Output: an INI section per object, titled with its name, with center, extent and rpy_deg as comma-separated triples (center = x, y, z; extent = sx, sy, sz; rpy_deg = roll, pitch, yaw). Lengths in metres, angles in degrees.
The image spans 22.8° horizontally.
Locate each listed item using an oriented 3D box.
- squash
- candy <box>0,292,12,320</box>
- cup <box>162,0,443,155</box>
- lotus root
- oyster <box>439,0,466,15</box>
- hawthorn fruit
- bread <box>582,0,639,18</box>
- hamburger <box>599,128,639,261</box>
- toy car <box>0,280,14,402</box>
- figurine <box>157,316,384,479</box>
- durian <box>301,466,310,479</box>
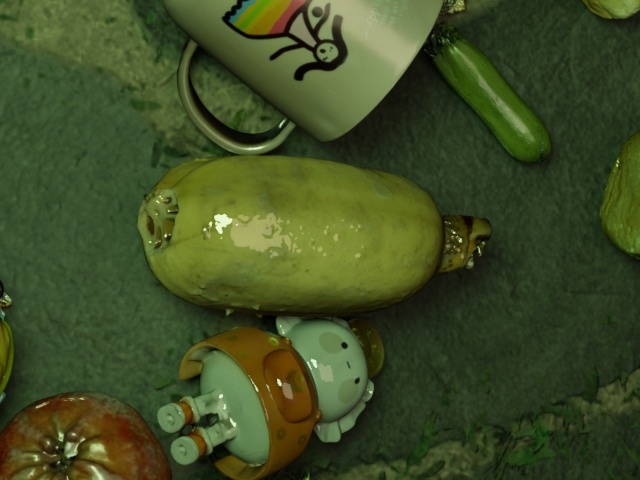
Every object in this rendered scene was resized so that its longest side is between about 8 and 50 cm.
[squash]
center = 0.169, -0.147, 1.601
extent = 0.183, 0.052, 0.052
rpy_deg = 45, 75, -16
[candy]
center = -0.302, 0.084, 1.418
extent = 0.030, 0.020, 0.083
rpy_deg = 39, 75, -20
[cup]
center = -0.042, -0.201, 1.452
extent = 0.200, 0.191, 0.253
rpy_deg = 35, 111, -17
[lotus root]
center = 0.000, 0.000, 1.465
extent = 0.343, 0.169, 0.151
rpy_deg = 6, 91, -23
[oyster]
center = 0.116, -0.258, 1.590
extent = 0.083, 0.019, 0.054
rpy_deg = 42, 75, -19
[hawthorn fruit]
center = -0.208, 0.223, 1.388
extent = 0.173, 0.173, 0.172
rpy_deg = -1, 92, -23
[bread]
center = 0.309, -0.293, 1.644
extent = 0.125, 0.082, 0.106
rpy_deg = -42, 117, -27
[hamburger]
center = 0.378, -0.054, 1.636
extent = 0.131, 0.159, 0.185
rpy_deg = 7, 109, -19
[toy car]
center = -0.372, 0.076, 1.316
extent = 0.248, 0.142, 0.200
rpy_deg = 33, 79, -12
[figurine]
center = -0.038, 0.138, 1.485
extent = 0.271, 0.143, 0.143
rpy_deg = -21, 102, -57
[durian]
center = -0.145, 0.339, 1.449
extent = 0.375, 0.106, 0.132
rpy_deg = -30, 108, -16
